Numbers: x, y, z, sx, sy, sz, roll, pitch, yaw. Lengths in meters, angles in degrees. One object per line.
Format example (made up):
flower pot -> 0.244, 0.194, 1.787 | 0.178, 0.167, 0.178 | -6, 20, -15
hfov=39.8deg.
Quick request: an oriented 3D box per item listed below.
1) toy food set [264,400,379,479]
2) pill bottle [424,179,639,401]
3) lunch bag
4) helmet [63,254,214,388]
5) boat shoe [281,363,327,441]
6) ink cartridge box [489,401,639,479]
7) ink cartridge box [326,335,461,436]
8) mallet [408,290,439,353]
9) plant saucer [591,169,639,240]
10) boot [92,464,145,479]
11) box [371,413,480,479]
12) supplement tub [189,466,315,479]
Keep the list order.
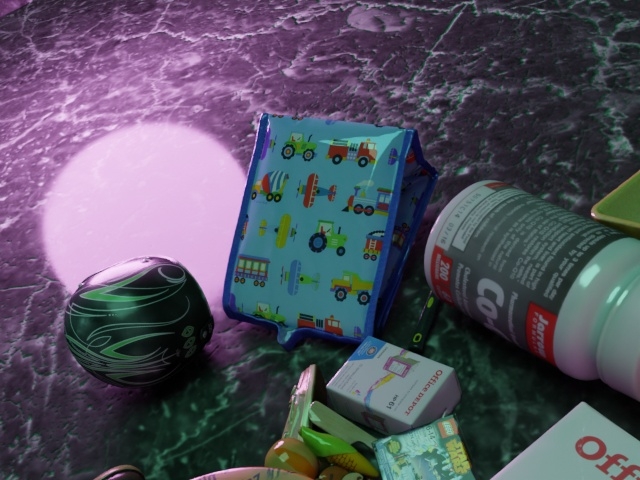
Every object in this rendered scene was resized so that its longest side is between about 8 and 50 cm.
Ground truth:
toy food set -> -0.002, 0.258, 0.898 | 0.132, 0.039, 0.192 | 29, 55, 10
pill bottle -> 0.264, 0.051, 0.965 | 0.161, 0.161, 0.283 | -37, 41, -20
lunch bag -> 0.000, 0.000, 1.147 | 0.220, 0.138, 0.293 | 10, 71, 25
helmet -> -0.237, 0.108, 1.123 | 0.161, 0.170, 0.169 | -25, 35, -33
boat shoe -> -0.024, 0.207, 0.997 | 0.048, 0.056, 0.153 | -7, 49, 17
ink cartridge box -> 0.174, 0.345, 0.658 | 0.384, 0.160, 0.279 | -35, 40, -17
ink cartridge box -> 0.083, 0.169, 0.994 | 0.122, 0.052, 0.088 | 18, 52, 37
mallet -> 0.155, 0.063, 1.108 | 0.062, 0.039, 0.190 | 0, 48, 21
plant saucer -> 0.526, -0.033, 0.967 | 0.332, 0.081, 0.332 | -32, 33, -33
boot -> -0.203, 0.354, 0.853 | 0.206, 0.090, 0.248 | 7, 58, 47
box -> 0.114, 0.251, 0.878 | 0.093, 0.027, 0.137 | -19, 53, 1
supplement tub -> 0.004, 0.265, 0.448 | 0.193, 0.316, 0.194 | -13, 40, 11
